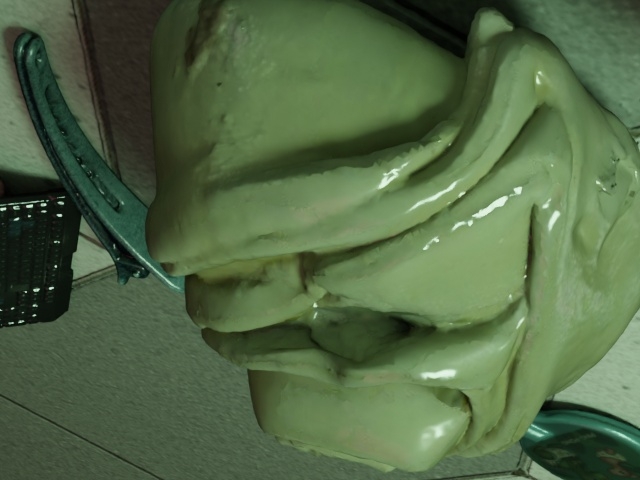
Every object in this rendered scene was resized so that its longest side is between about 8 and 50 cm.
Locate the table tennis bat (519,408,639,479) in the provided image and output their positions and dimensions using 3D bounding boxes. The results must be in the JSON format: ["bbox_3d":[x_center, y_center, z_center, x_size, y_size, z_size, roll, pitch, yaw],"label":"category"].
[{"bbox_3d":[0.194,0.160,1.217,0.201,0.033,0.124,26,150,-11],"label":"table tennis bat"}]

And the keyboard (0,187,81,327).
[{"bbox_3d":[-0.267,0.023,1.310,0.106,0.016,0.262,-8,157,-17],"label":"keyboard"}]

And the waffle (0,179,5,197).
[{"bbox_3d":[-0.364,-0.050,1.285,0.221,0.055,0.234,19,154,6],"label":"waffle"}]

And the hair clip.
[{"bbox_3d":[-0.179,-0.054,1.142,0.083,0.048,0.275,10,147,33],"label":"hair clip"}]

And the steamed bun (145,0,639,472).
[{"bbox_3d":[0.036,0.015,0.891,0.309,0.220,0.324,11,154,17],"label":"steamed bun"}]
